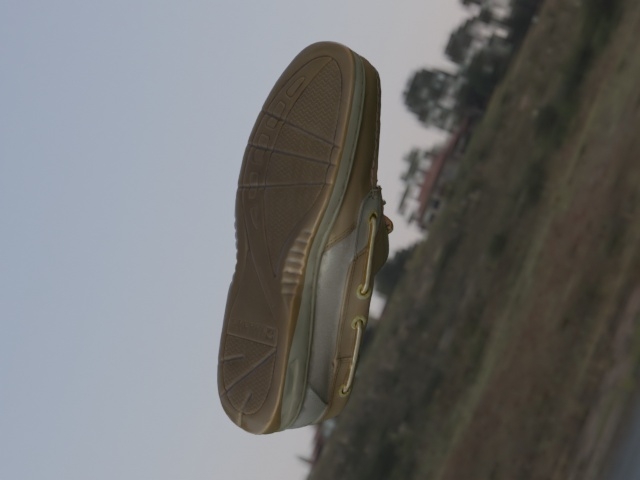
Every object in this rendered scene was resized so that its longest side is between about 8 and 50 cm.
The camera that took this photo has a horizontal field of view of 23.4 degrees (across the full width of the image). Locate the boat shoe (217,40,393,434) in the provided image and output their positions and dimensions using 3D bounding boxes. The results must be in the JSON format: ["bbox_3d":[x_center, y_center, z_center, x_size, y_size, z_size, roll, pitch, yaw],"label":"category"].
[{"bbox_3d":[0.000,0.000,0.669,0.059,0.063,0.170,6,-79,-42],"label":"boat shoe"}]
